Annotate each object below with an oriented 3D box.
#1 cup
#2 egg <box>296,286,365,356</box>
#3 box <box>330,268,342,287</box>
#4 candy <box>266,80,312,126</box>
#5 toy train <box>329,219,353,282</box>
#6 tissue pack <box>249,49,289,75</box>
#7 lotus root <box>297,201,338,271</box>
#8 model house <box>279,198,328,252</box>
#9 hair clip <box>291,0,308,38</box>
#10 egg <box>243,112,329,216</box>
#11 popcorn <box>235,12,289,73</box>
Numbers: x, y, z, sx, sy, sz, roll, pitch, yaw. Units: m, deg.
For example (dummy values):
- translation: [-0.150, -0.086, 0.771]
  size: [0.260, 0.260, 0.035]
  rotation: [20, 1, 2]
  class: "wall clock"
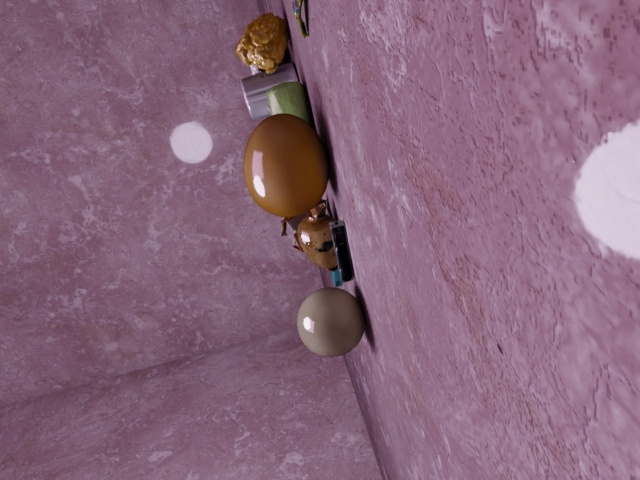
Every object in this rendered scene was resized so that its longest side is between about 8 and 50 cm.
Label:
- translation: [-0.172, -0.528, 1.518]
  size: [0.221, 0.201, 0.167]
  rotation: [-110, 4, -60]
  class: "cup"
- translation: [0.033, 0.258, 1.335]
  size: [0.269, 0.219, 0.219]
  rotation: [73, -178, -78]
  class: "egg"
- translation: [0.048, 0.074, 1.752]
  size: [0.229, 0.041, 0.162]
  rotation: [81, 174, -58]
  class: "box"
- translation: [-0.082, -0.346, 1.397]
  size: [0.142, 0.131, 0.344]
  rotation: [-132, 28, -71]
  class: "candy"
- translation: [0.067, 0.037, 1.287]
  size: [0.047, 0.043, 0.208]
  rotation: [-106, 3, -61]
  class: "toy train"
- translation: [-0.188, -0.643, 1.659]
  size: [0.073, 0.173, 0.236]
  rotation: [21, 144, 30]
  class: "tissue pack"
- translation: [0.000, 0.000, 1.427]
  size: [0.154, 0.140, 0.257]
  rotation: [-123, 11, -59]
  class: "lotus root"
- translation: [-0.026, -0.044, 1.568]
  size: [0.136, 0.219, 0.207]
  rotation: [54, 161, 17]
  class: "model house"
- translation: [-0.047, -0.519, 0.927]
  size: [0.188, 0.033, 0.060]
  rotation: [90, 168, -76]
  class: "hair clip"
- translation: [-0.100, -0.214, 1.222]
  size: [0.323, 0.250, 0.250]
  rotation: [85, 171, -49]
  class: "egg"
- translation: [-0.186, -0.662, 1.414]
  size: [0.163, 0.194, 0.140]
  rotation: [50, 171, 5]
  class: "popcorn"
